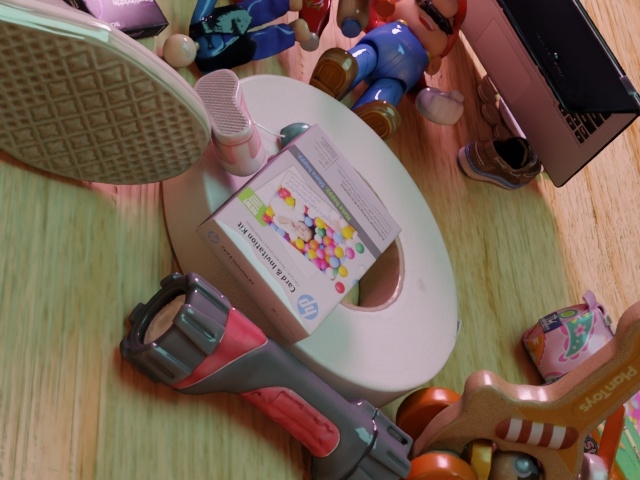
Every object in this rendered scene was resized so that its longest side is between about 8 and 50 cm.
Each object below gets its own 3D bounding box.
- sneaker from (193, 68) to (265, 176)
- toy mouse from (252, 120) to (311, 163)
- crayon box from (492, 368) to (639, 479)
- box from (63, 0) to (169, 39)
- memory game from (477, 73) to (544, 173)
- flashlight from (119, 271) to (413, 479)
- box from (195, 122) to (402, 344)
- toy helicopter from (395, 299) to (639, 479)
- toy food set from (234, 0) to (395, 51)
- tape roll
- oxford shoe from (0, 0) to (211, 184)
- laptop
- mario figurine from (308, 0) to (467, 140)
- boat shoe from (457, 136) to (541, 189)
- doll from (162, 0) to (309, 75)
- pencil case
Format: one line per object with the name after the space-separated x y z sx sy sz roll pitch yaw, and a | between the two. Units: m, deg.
-0.091 -0.113 1.210 0.134 0.051 0.070 -114 -175 -49 | sneaker
-0.017 -0.082 1.281 0.143 0.031 0.161 49 35 -11 | toy mouse
0.304 0.298 1.373 0.081 0.165 0.278 -26 84 -55 | crayon box
-0.244 -0.287 1.297 0.162 0.029 0.116 59 35 2 | box
0.310 -0.185 1.904 0.186 0.012 0.186 30 43 -32 | memory game
-0.046 0.154 1.134 0.304 0.103 0.103 44 32 -26 | flashlight
-0.017 -0.010 1.189 0.145 0.038 0.186 51 49 -8 | box
0.254 0.193 1.232 0.235 0.355 0.140 37 25 -17 | toy helicopter
-0.020 -0.300 1.462 0.232 0.111 0.104 7 48 -1 | toy food set
0.000 0.000 1.327 0.392 0.072 0.392 31 42 -33 | tape roll
-0.283 -0.175 1.054 0.449 0.169 0.130 22 36 -35 | oxford shoe
0.241 -0.278 1.668 0.236 0.408 0.381 -23 76 -24 | laptop
0.114 -0.267 1.585 0.320 0.170 0.198 -54 141 -46 | mario figurine
0.278 -0.116 1.757 0.183 0.066 0.066 -4 73 -50 | boat shoe
-0.102 -0.239 1.379 0.189 0.046 0.129 -26 112 -34 | doll
0.377 0.211 1.574 0.124 0.124 0.284 -24 83 -55 | pencil case
